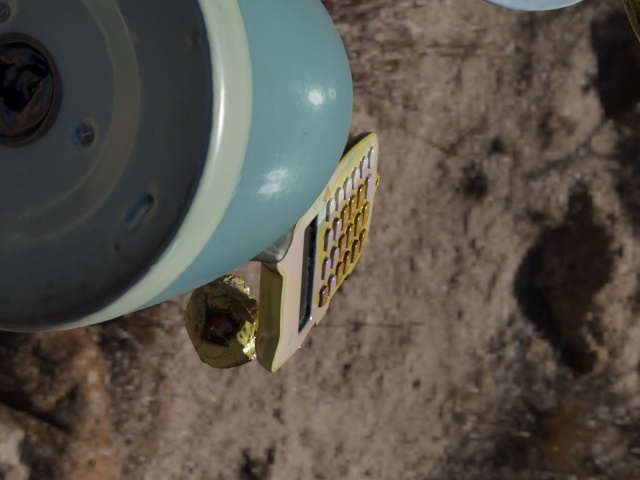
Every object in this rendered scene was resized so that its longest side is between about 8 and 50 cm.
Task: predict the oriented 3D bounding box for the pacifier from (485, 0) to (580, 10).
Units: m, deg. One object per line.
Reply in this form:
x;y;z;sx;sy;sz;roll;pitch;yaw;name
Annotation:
0.174;-0.302;0.915;0.279;0.207;0.227;-35;125;6;pacifier

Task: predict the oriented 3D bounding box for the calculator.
0.000;0.000;1.147;0.236;0.033;0.157;-49;149;-50;calculator

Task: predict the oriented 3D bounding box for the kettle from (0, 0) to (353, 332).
-0.101;-0.126;0.815;0.342;0.247;0.319;-15;95;-66;kettle

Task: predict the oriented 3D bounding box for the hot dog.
-0.099;0.070;1.278;0.078;0.169;0.061;-39;109;-3;hot dog

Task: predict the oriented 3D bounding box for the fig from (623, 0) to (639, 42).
0.351;-0.205;1.193;0.144;0.165;0.154;-51;143;-6;fig
